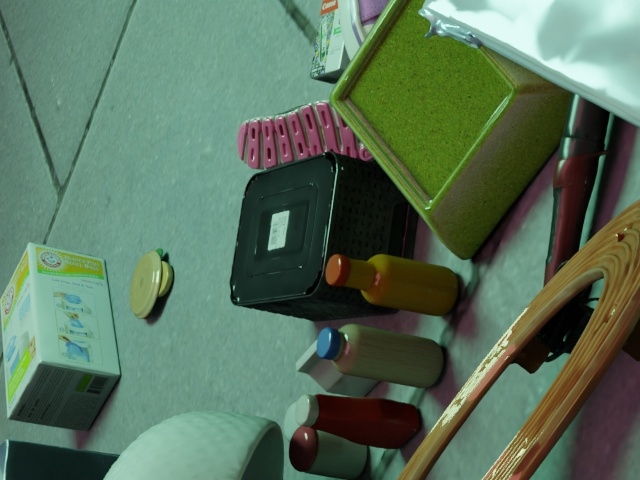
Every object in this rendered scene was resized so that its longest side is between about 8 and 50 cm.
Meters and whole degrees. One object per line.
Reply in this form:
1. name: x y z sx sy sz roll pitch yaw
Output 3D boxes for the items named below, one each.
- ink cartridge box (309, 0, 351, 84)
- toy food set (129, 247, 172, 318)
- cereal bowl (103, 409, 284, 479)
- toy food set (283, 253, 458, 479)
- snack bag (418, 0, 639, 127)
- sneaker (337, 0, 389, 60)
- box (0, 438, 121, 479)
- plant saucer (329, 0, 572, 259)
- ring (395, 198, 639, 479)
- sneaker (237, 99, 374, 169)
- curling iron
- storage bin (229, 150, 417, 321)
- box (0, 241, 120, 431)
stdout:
1. ink cartridge box: 0.024 -0.207 1.417 0.063 0.029 0.115 -5 74 63
2. toy food set: -0.196 0.049 1.743 0.083 0.020 0.082 -65 29 24
3. cereal bowl: -0.135 0.291 1.200 0.339 0.141 0.339 12 -90 -82
4. toy food set: 0.012 0.111 1.211 0.232 0.104 0.111 -50 37 43
5. snack bag: 0.226 -0.237 0.945 0.323 0.037 0.343 37 109 47
6. sneaker: 0.100 -0.258 1.216 0.161 0.102 0.282 -9 70 59
7. box: -0.320 0.406 1.649 0.296 0.182 0.294 -41 42 49
8. plant saucer: 0.089 -0.110 1.139 0.188 0.045 0.188 52 128 25
9. ring: 0.103 0.112 0.868 0.336 0.032 0.336 -52 -1 -1
10. sneaker: 0.006 -0.097 1.368 0.170 0.075 0.063 -4 101 42
11. curling iron: 0.184 -0.051 1.027 0.068 0.035 0.274 0 79 59
12. storage bin: 0.000 0.000 1.311 0.180 0.084 0.122 -11 69 61
13. box: -0.323 0.117 1.867 0.114 0.103 0.203 -56 33 35
